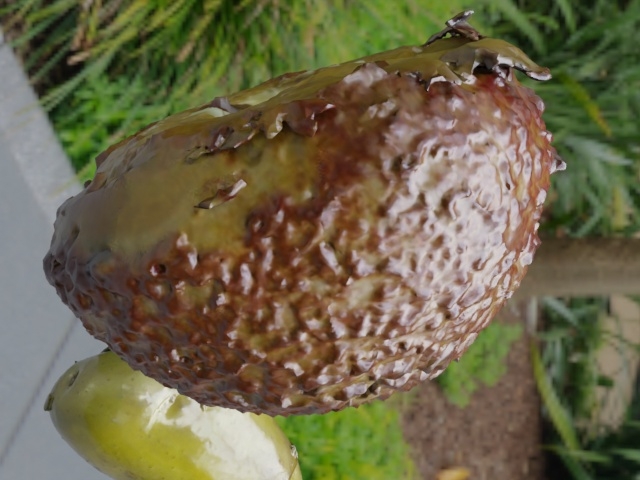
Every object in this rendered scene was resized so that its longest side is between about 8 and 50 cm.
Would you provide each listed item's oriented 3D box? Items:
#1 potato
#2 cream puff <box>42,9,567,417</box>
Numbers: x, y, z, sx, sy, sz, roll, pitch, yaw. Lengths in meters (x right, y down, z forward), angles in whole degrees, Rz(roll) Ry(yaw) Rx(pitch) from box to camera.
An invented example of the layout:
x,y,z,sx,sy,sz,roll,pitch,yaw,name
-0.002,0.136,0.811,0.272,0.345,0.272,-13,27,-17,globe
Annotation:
x,y,z,sx,sy,sz,roll,pitch,yaw,name
-0.129,0.205,1.307,0.300,0.173,0.140,39,36,-29,potato
-0.001,-0.001,0.858,0.350,0.350,0.228,-38,113,-63,cream puff
